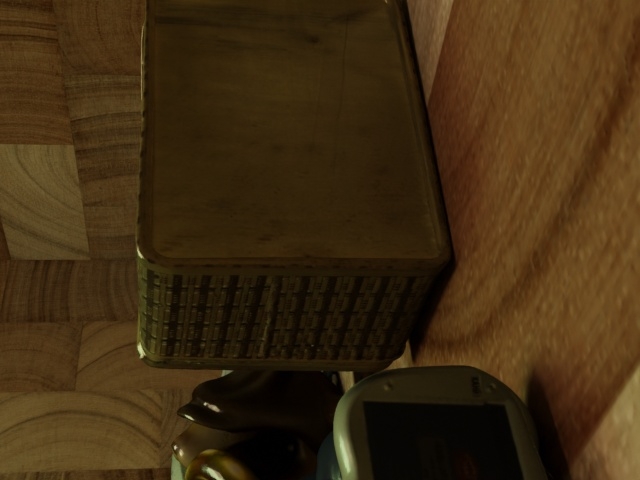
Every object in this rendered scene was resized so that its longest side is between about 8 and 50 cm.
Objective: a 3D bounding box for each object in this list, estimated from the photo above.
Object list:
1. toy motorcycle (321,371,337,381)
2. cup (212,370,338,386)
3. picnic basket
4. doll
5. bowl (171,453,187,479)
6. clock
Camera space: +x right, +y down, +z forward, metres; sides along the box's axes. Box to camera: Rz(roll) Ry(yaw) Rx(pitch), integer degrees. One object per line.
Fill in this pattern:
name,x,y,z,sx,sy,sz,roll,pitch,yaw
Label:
toy motorcycle,-0.014,0.074,1.034,0.254,0.092,0.135,-113,24,-63
cup,-0.089,0.244,1.130,0.167,0.221,0.201,-24,-50,-61
picnic basket,-0.037,-0.060,0.717,0.175,0.228,0.312,106,162,-55
doll,-0.063,0.286,0.883,0.318,0.209,0.339,-139,50,-59
bowl,-0.106,0.512,1.254,0.435,0.196,0.434,177,90,-76
clock,0.038,0.177,0.481,0.243,0.147,0.199,110,156,-47
